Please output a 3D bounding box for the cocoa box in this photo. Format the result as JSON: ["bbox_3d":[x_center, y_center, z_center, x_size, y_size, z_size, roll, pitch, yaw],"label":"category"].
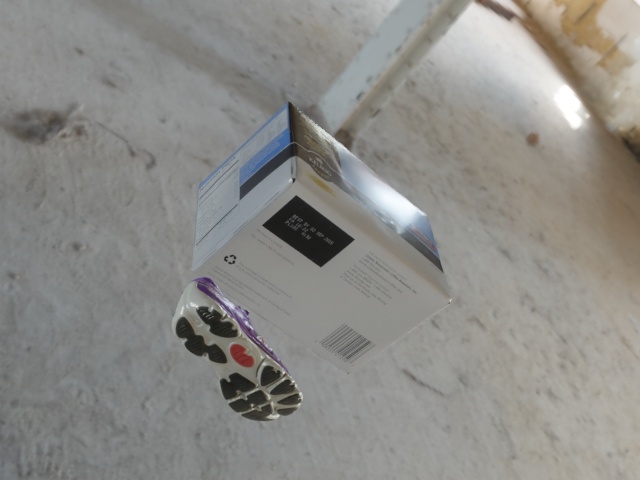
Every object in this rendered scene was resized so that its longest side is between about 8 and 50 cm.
[{"bbox_3d":[0.000,0.000,1.328,0.347,0.231,0.228,37,27,-29],"label":"cocoa box"}]

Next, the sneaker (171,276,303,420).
[{"bbox_3d":[-0.070,0.100,0.777,0.170,0.068,0.071,59,17,-28],"label":"sneaker"}]
